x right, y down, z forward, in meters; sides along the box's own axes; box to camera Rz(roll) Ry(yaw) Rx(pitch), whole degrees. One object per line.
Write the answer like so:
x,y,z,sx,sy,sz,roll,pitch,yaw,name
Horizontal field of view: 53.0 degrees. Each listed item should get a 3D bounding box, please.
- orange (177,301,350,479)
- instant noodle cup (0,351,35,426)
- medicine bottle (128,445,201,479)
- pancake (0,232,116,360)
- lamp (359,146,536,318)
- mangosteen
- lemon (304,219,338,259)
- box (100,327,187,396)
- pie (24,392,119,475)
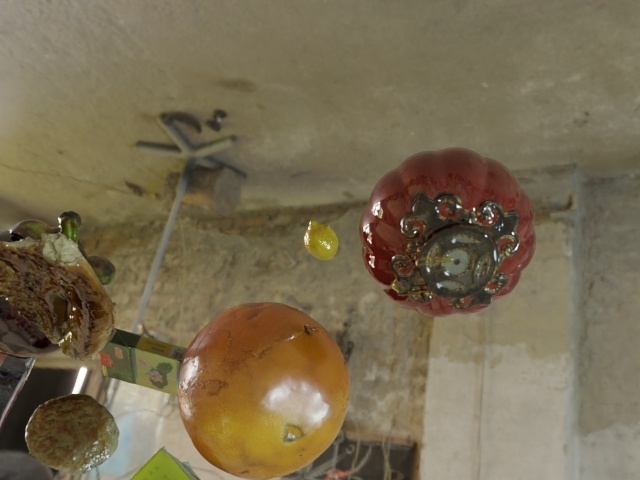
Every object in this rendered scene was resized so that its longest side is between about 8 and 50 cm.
-0.078,0.202,0.877,0.240,0.240,0.240,9,155,4,orange
-0.531,0.214,0.985,0.136,0.127,0.127,26,151,-16,instant noodle cup
-0.266,0.454,0.959,0.141,0.250,0.137,36,158,26,medicine bottle
-0.409,0.079,0.902,0.244,0.057,0.266,16,134,-16,pancake
0.163,-0.010,0.837,0.227,0.227,0.227,9,155,4,lamp
-0.659,0.110,1.469,0.330,0.330,0.330,9,155,4,mangosteen
0.000,0.000,1.268,0.065,0.065,0.092,-8,120,35,lemon
-0.277,0.229,1.147,0.235,0.034,0.132,16,138,2,box
-0.530,0.416,1.384,0.193,0.163,0.079,27,164,4,pie
